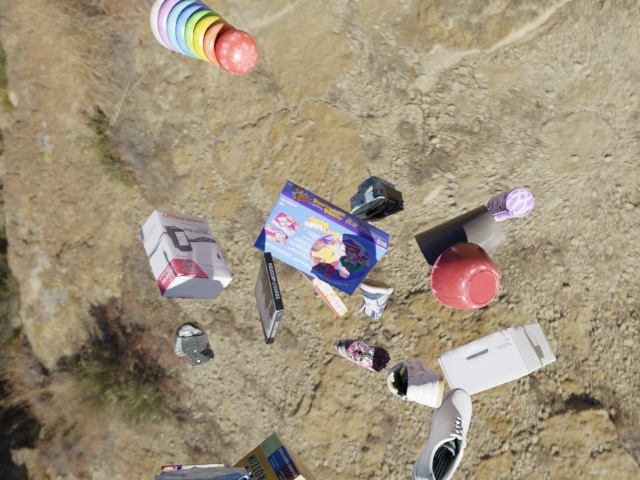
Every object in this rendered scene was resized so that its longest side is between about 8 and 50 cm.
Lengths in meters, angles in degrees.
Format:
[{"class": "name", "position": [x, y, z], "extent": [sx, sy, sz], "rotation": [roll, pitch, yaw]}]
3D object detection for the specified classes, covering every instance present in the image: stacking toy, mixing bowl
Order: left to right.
[{"class": "stacking toy", "position": [-0.252, -0.450, 1.096], "extent": [0.330, 0.141, 0.141], "rotation": [42, 117, 37]}, {"class": "mixing bowl", "position": [0.381, 0.103, 1.241], "extent": [0.098, 0.181, 0.181], "rotation": [-141, 56, -67]}]

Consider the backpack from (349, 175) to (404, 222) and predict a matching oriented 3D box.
[{"class": "backpack", "position": [0.205, -0.150, 1.901], "extent": [0.188, 0.166, 0.144], "rotation": [-37, 51, 38]}]

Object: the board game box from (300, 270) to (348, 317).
[{"class": "board game box", "position": [0.008, 0.176, 1.803], "extent": [0.045, 0.147, 0.193], "rotation": [-40, 116, -8]}]

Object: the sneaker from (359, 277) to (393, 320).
[{"class": "sneaker", "position": [0.202, 0.237, 1.958], "extent": [0.099, 0.282, 0.153], "rotation": [29, 95, 24]}]

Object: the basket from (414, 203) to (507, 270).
[{"class": "basket", "position": [0.425, 0.005, 1.481], "extent": [0.227, 0.154, 0.204], "rotation": [-32, 41, 15]}]

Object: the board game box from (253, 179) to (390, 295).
[{"class": "board game box", "position": [0.000, 0.000, 1.492], "extent": [0.347, 0.078, 0.233], "rotation": [28, 130, -7]}]

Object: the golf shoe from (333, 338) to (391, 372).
[{"class": "golf shoe", "position": [0.119, 0.308, 1.347], "extent": [0.086, 0.186, 0.067], "rotation": [5, 67, 52]}]

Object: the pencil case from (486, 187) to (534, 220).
[{"class": "pencil case", "position": [0.558, -0.103, 1.472], "extent": [0.088, 0.206, 0.086], "rotation": [-43, 86, -1]}]

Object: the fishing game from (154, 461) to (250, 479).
[{"class": "fishing game", "position": [-0.229, 0.472, 0.969], "extent": [0.264, 0.189, 0.041], "rotation": [146, 127, -62]}]

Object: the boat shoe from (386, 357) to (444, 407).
[{"class": "boat shoe", "position": [0.204, 0.327, 1.171], "extent": [0.096, 0.277, 0.098], "rotation": [9, 80, -5]}]

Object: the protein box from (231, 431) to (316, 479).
[{"class": "protein box", "position": [-0.122, 0.622, 1.211], "extent": [0.200, 0.201, 0.136], "rotation": [-37, 43, -10]}]

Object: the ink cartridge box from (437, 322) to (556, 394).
[{"class": "ink cartridge box", "position": [0.513, 0.341, 1.417], "extent": [0.223, 0.307, 0.129], "rotation": [-33, 66, 30]}]

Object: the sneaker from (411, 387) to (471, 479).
[{"class": "sneaker", "position": [0.302, 0.457, 1.139], "extent": [0.094, 0.258, 0.091], "rotation": [36, 149, -5]}]

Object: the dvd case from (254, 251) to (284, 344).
[{"class": "dvd case", "position": [-0.148, 0.168, 1.393], "extent": [0.239, 0.029, 0.179], "rotation": [110, 148, -56]}]

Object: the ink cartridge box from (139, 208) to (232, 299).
[{"class": "ink cartridge box", "position": [-0.373, 0.038, 1.359], "extent": [0.100, 0.172, 0.237], "rotation": [-48, 55, 26]}]

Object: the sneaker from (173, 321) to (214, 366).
[{"class": "sneaker", "position": [-0.384, 0.290, 1.455], "extent": [0.267, 0.101, 0.106], "rotation": [97, 150, -59]}]
